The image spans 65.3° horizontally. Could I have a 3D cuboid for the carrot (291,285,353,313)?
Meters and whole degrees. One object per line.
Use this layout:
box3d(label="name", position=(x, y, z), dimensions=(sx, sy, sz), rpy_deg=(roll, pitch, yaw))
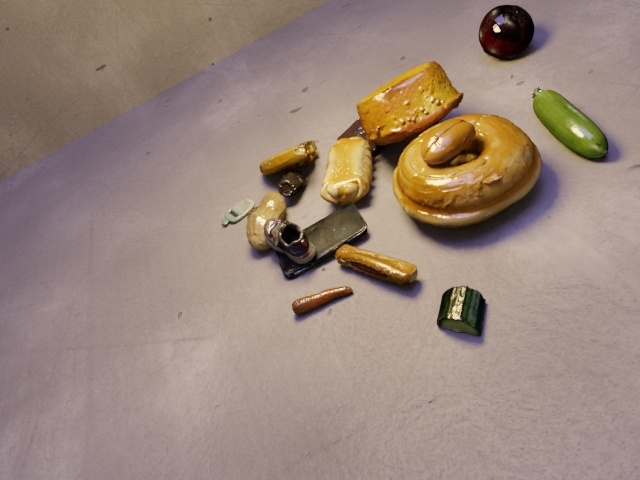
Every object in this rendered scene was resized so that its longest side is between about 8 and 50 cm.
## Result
box3d(label="carrot", position=(0.005, 0.174, 1.492), dimensions=(0.191, 0.047, 0.047), rpy_deg=(-20, 41, 1))

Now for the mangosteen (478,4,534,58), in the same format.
box3d(label="mangosteen", position=(0.733, -0.829, 2.008), dimensions=(0.216, 0.216, 0.216), rpy_deg=(-15, 43, 14))

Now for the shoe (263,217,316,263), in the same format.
box3d(label="shoe", position=(-0.116, -0.017, 1.613), dimensions=(0.227, 0.125, 0.099), rpy_deg=(34, 76, 32))

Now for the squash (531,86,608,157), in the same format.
box3d(label="squash", position=(0.774, -0.384, 1.590), dimensions=(0.107, 0.107, 0.395), rpy_deg=(-21, 42, 8))

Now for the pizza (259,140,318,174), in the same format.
box3d(label="pizza", position=(-0.149, -0.309, 1.967), dimensions=(0.268, 0.087, 0.258), rpy_deg=(-18, 8, 17))

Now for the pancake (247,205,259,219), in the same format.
box3d(label="pancake", position=(-0.236, -0.099, 1.915), dimensions=(0.108, 0.017, 0.108), rpy_deg=(-16, 45, 17))

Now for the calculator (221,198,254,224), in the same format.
box3d(label="calculator", position=(-0.328, -0.112, 1.976), dimensions=(0.153, 0.021, 0.095), rpy_deg=(-42, 42, -16))

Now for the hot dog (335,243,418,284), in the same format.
box3d(label="hot dog", position=(0.161, 0.074, 1.489), dimensions=(0.083, 0.068, 0.289), rpy_deg=(-28, 30, -36))

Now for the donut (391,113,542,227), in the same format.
box3d(label="donut", position=(0.436, -0.216, 1.535), dimensions=(0.449, 0.198, 0.449), rpy_deg=(-14, 45, 15))

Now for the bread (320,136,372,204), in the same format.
box3d(label="bread", position=(0.106, -0.253, 1.807), dimensions=(0.173, 0.121, 0.311), rpy_deg=(-5, 46, 19))

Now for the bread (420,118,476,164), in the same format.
box3d(label="bread", position=(0.368, -0.294, 1.447), dimensions=(0.189, 0.077, 0.114), rpy_deg=(-40, 40, -10))

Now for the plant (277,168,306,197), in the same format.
box3d(label="plant", position=(-0.109, -0.214, 1.896), dimensions=(0.092, 0.094, 0.143), rpy_deg=(-51, 7, 28))

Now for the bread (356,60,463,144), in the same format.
box3d(label="bread", position=(0.304, -0.475, 1.735), dimensions=(0.358, 0.204, 0.337), rpy_deg=(-27, 19, 4))

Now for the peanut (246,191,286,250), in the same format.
box3d(label="peanut", position=(-0.193, -0.078, 1.791), dimensions=(0.123, 0.123, 0.257), rpy_deg=(-6, 48, 24))

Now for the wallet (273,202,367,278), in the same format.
box3d(label="wallet", position=(0.000, 0.000, 1.663), dimensions=(0.318, 0.045, 0.172), rpy_deg=(-30, 42, 2))

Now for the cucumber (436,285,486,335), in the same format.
box3d(label="cucumber", position=(0.357, 0.178, 1.280), dimensions=(0.116, 0.062, 0.115), rpy_deg=(2, 45, 28))

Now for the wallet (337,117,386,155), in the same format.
box3d(label="wallet", position=(0.191, -0.426, 1.995), dimensions=(0.182, 0.049, 0.229), rpy_deg=(-46, 42, -15))

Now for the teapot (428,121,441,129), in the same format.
box3d(label="teapot", position=(0.421, -0.423, 1.865), dimensions=(0.083, 0.064, 0.064), rpy_deg=(-8, 25, -28))
